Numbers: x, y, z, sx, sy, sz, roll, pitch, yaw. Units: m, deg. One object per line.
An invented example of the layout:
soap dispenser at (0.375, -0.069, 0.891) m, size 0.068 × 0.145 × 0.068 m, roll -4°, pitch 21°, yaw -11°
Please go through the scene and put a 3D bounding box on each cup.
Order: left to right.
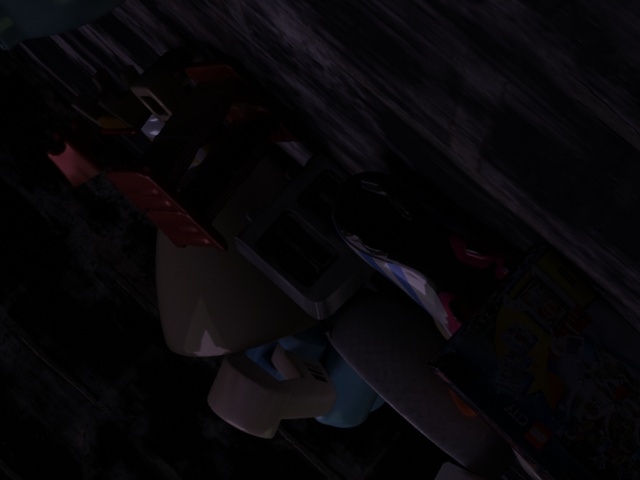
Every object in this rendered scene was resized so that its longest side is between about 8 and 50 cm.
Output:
cup at (-0.120, -0.003, 1.824) m, size 0.331 × 0.331 × 0.237 m, roll 25°, pitch 136°, yaw 67°

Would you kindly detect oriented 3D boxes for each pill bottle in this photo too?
pill bottle at (-0.239, -0.195, 1.967) m, size 0.103 × 0.103 × 0.184 m, roll 37°, pitch 170°, yaw 39°

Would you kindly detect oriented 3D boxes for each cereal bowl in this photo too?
cereal bowl at (0.174, 0.190, 1.738) m, size 0.339 × 0.141 × 0.339 m, roll 40°, pitch -177°, yaw -3°

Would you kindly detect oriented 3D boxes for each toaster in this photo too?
toaster at (0.000, 0.000, 1.557) m, size 0.186 × 0.168 × 0.110 m, roll 42°, pitch 172°, yaw 12°

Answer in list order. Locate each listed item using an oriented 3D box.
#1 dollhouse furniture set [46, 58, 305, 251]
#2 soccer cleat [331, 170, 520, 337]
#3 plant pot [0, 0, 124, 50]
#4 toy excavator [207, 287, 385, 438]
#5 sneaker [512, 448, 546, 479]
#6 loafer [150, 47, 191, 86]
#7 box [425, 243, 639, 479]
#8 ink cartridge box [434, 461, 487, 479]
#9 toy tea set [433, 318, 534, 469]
dollhouse furniture set at (-0.223, -0.119, 1.612) m, size 0.374 × 0.201 × 0.152 m, roll 7°, pitch 146°, yaw 52°
soccer cleat at (0.155, 0.039, 1.279) m, size 0.331 × 0.116 × 0.143 m, roll 43°, pitch -171°, yaw 18°
plant pot at (-0.353, -0.344, 1.345) m, size 0.293 × 0.196 × 0.293 m, roll 42°, pitch 172°, yaw 7°
toy excavator at (-0.012, 0.206, 1.933) m, size 0.433 × 0.222 × 0.445 m, roll 19°, pitch -169°, yaw -26°
sneaker at (0.390, 0.343, 1.558) m, size 0.350 × 0.131 × 0.148 m, roll 39°, pitch 165°, yaw 16°
loafer at (-0.209, -0.246, 1.720) m, size 0.050 × 0.056 × 0.148 m, roll 42°, pitch -179°, yaw -20°
box at (0.238, 0.139, 1.126) m, size 0.233 × 0.159 × 0.044 m, roll 44°, pitch 173°, yaw -5°
ink cartridge box at (0.281, 0.416, 1.565) m, size 0.198 × 0.114 × 0.273 m, roll 37°, pitch 167°, yaw -31°
toy tea set at (0.263, 0.157, 1.443) m, size 0.336 × 0.124 × 0.200 m, roll 37°, pitch 142°, yaw 59°
